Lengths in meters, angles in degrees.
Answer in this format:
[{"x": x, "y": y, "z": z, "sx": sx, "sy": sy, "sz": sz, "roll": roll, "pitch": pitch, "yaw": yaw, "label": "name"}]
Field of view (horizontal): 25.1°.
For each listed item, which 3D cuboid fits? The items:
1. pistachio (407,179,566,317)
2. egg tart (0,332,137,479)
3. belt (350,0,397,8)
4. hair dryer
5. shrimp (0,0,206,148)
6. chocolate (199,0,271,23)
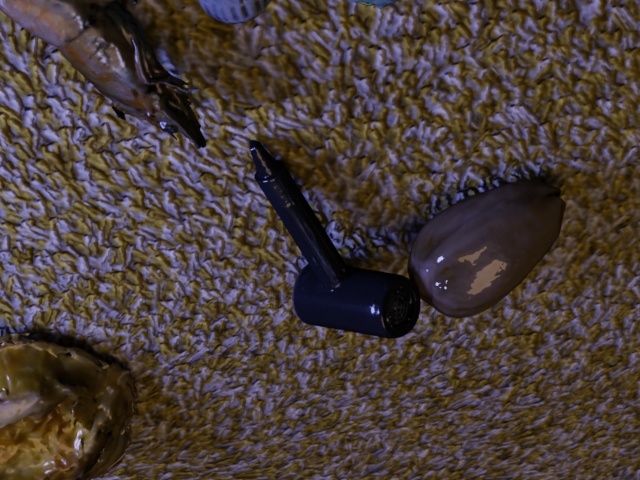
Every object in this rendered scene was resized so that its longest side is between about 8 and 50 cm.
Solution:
[{"x": 0.170, "y": 0.007, "z": 1.461, "sx": 0.185, "sy": 0.108, "sz": 0.126, "roll": -37, "pitch": 157, "yaw": 23, "label": "pistachio"}, {"x": -0.351, "y": 0.222, "z": 1.649, "sx": 0.297, "sy": 0.132, "sz": 0.297, "roll": -7, "pitch": 138, "yaw": -7, "label": "egg tart"}, {"x": 0.037, "y": -0.252, "z": 1.106, "sx": 0.079, "sy": 0.121, "sz": 0.151, "roll": 7, "pitch": 144, "yaw": -19, "label": "belt"}, {"x": 0.000, "y": 0.000, "z": 1.434, "sx": 0.128, "sy": 0.070, "sz": 0.255, "roll": 10, "pitch": 143, "yaw": 41, "label": "hair dryer"}, {"x": -0.155, "y": -0.192, "z": 1.212, "sx": 0.169, "sy": 0.058, "sz": 0.296, "roll": -28, "pitch": 133, "yaw": 22, "label": "shrimp"}, {"x": -0.058, "y": -0.240, "z": 1.147, "sx": 0.072, "sy": 0.072, "sz": 0.167, "roll": 8, "pitch": 140, "yaw": -16, "label": "chocolate"}]
